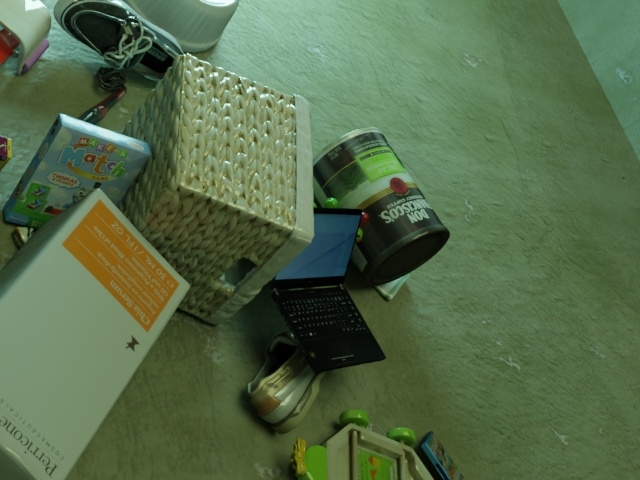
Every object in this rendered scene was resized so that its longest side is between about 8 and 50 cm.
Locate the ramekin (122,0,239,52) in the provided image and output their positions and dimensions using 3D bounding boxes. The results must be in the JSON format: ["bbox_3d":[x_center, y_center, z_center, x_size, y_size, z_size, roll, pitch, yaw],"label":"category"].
[{"bbox_3d":[-0.296,-0.551,2.225,0.273,0.127,0.272,26,44,-29],"label":"ramekin"}]

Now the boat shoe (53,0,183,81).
[{"bbox_3d":[-0.377,-0.381,1.995,0.306,0.113,0.105,28,23,-51],"label":"boat shoe"}]

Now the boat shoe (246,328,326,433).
[{"bbox_3d":[-0.040,0.209,1.890,0.103,0.113,0.302,46,39,-17],"label":"boat shoe"}]

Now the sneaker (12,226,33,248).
[{"bbox_3d":[-0.471,0.013,1.679,0.037,0.032,0.083,-6,65,-47],"label":"sneaker"}]

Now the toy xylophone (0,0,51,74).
[{"bbox_3d":[-0.616,-0.458,1.868,0.323,0.081,0.236,43,39,-10],"label":"toy xylophone"}]

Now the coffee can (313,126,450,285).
[{"bbox_3d":[0.116,-0.071,2.175,0.202,0.201,0.275,-9,61,-48],"label":"coffee can"}]

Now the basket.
[{"bbox_3d":[-0.203,-0.084,1.795,0.267,0.328,0.331,20,48,-29],"label":"basket"}]

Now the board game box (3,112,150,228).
[{"bbox_3d":[-0.401,-0.097,1.690,0.160,0.211,0.039,17,33,-35],"label":"board game box"}]

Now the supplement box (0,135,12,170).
[{"bbox_3d":[-0.560,-0.149,1.699,0.083,0.055,0.043,15,51,-36],"label":"supplement box"}]

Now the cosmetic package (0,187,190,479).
[{"bbox_3d":[-0.400,0.152,1.511,0.230,0.162,0.453,49,38,-18],"label":"cosmetic package"}]

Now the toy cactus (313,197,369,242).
[{"bbox_3d":[0.000,0.000,2.067,0.112,0.219,0.180,16,88,-49],"label":"toy cactus"}]

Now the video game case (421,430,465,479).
[{"bbox_3d":[0.256,0.459,2.025,0.166,0.015,0.119,56,11,5],"label":"video game case"}]

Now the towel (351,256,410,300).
[{"bbox_3d":[0.125,0.049,2.254,0.152,0.023,0.113,49,37,-3],"label":"towel"}]

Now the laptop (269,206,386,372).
[{"bbox_3d":[0.034,0.085,1.868,0.234,0.136,0.264,-1,55,-54],"label":"laptop"}]

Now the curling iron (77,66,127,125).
[{"bbox_3d":[-0.432,-0.244,1.920,0.068,0.035,0.274,36,40,-12],"label":"curling iron"}]

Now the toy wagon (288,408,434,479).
[{"bbox_3d":[0.074,0.441,1.857,0.344,0.068,0.267,26,44,-28],"label":"toy wagon"}]
